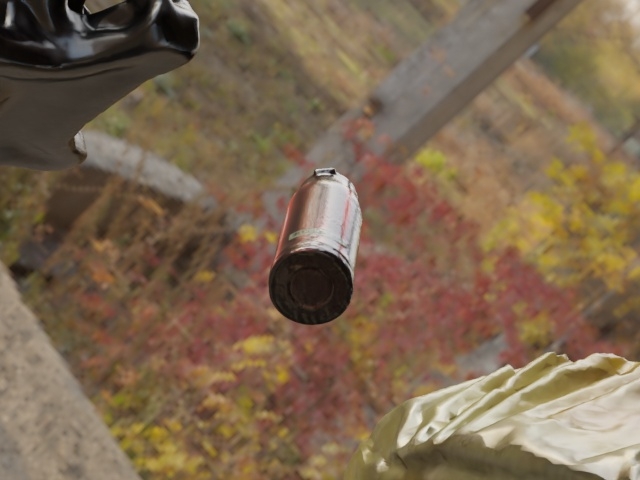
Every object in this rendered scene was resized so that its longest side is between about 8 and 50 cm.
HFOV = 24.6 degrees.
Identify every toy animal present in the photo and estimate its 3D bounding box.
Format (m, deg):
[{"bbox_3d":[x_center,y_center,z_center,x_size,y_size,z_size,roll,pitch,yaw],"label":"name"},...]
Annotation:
[{"bbox_3d":[-0.098,-0.128,0.429,0.117,0.210,0.121,9,-18,-18],"label":"toy animal"}]

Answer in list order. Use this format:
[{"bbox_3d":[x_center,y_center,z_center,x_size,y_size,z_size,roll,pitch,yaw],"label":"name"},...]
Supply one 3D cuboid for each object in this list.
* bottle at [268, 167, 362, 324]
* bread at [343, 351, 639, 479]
[{"bbox_3d":[0.000,0.000,1.008,0.060,0.060,0.164,45,20,-14],"label":"bottle"},{"bbox_3d":[0.171,0.177,0.647,0.183,0.236,0.389,8,15,-38],"label":"bread"}]
